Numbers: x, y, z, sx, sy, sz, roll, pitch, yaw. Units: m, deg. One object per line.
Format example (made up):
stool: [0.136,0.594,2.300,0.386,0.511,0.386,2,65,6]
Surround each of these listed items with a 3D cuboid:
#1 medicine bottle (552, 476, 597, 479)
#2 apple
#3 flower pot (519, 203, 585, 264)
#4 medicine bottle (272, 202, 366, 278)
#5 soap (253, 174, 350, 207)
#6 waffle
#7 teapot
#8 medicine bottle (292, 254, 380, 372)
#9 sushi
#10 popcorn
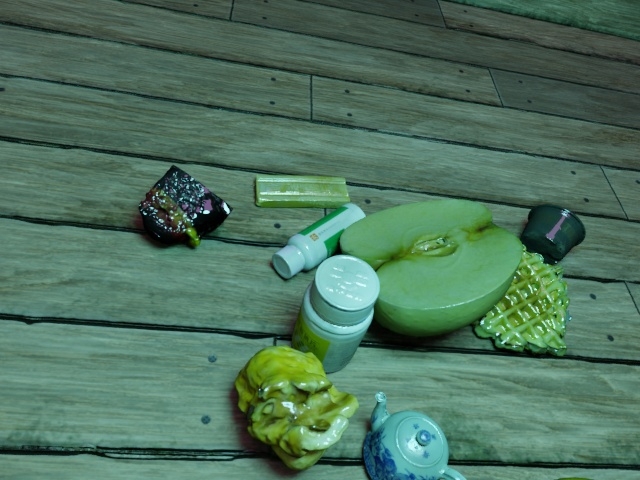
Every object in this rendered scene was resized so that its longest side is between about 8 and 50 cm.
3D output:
medicine bottle: [0.426,0.600,0.802,0.225,0.224,0.384,29,50,8]
apple: [0.250,0.042,1.151,0.361,0.311,0.319,-16,81,-12]
flower pot: [0.616,-0.008,1.401,0.157,0.157,0.107,38,67,15]
medicine bottle: [0.000,0.000,1.254,0.260,0.095,0.095,-31,66,-34]
soap: [-0.051,-0.130,1.381,0.252,0.037,0.092,0,51,-15]
waffle: [0.479,0.136,1.291,0.298,0.073,0.316,18,52,-1]
teapot: [0.173,0.388,0.956,0.159,0.158,0.232,-33,66,-34]
medicine bottle: [0.028,0.151,1.033,0.144,0.258,0.143,7,51,-9]
sushi: [-0.327,-0.062,1.186,0.172,0.153,0.150,43,70,-7]
popcorn: [-0.054,0.303,0.940,0.192,0.189,0.253,12,9,-22]
